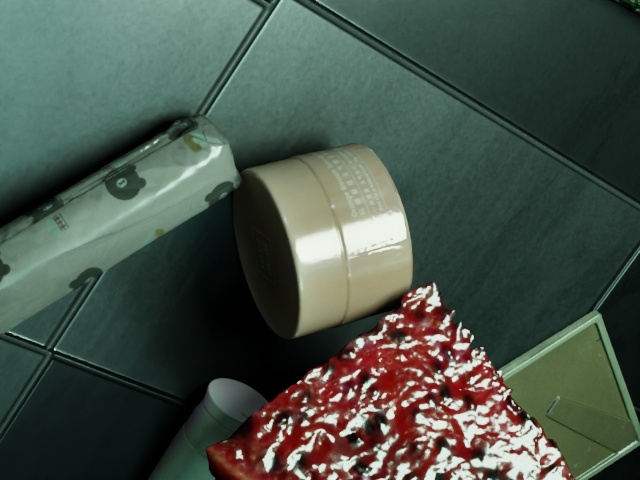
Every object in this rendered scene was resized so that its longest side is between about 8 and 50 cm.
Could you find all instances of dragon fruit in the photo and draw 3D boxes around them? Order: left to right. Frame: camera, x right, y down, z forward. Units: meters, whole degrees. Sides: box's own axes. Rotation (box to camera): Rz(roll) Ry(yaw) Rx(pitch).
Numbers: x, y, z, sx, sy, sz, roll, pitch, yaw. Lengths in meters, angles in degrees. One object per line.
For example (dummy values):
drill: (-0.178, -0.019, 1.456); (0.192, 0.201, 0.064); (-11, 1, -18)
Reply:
dragon fruit: (0.071, 0.159, 1.306); (0.302, 0.330, 0.240); (23, 88, -2)

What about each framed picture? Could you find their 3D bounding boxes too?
framed picture: (0.257, 0.183, 1.585); (0.150, 0.015, 0.203); (-32, 126, -7)

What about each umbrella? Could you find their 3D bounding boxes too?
umbrella: (-0.215, 0.008, 1.195); (0.337, 0.067, 0.073); (-33, 125, -15)

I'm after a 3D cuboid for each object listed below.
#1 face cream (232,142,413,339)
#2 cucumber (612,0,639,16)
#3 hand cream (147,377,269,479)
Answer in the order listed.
face cream: (0.000, 0.000, 1.265); (0.104, 0.149, 0.149); (-15, 123, -20)
cucumber: (0.272, -0.230, 1.332); (0.215, 0.052, 0.058); (21, 135, -32)
hand cream: (-0.142, 0.269, 1.418); (0.111, 0.070, 0.312); (16, 117, -34)
